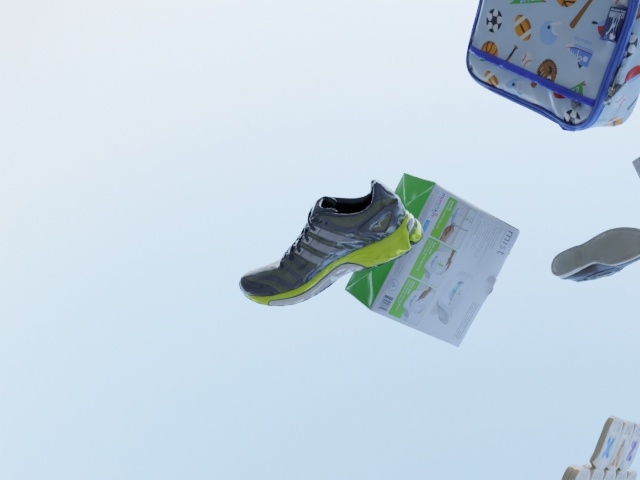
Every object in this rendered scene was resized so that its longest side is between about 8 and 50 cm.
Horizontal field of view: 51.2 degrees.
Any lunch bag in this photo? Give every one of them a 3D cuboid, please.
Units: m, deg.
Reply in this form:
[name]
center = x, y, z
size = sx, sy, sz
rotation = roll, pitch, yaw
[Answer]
[lunch bag]
center = 0.360, -0.302, 1.011
size = 0.303, 0.114, 0.243
rotation = 46, -45, 45

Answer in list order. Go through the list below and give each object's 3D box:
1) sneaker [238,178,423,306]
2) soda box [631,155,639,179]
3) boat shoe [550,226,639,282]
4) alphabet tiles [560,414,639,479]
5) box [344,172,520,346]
[sneaker]
center = 0.000, 0.000, 1.033
size = 0.299, 0.121, 0.111
rotation = -26, -158, 10
[soda box]
center = 0.651, -0.074, 1.215
size = 0.074, 0.069, 0.216
rotation = -39, -138, 37
[boat shoe]
center = 0.537, 0.032, 1.255
size = 0.206, 0.065, 0.075
rotation = -27, -135, 50
[alphabet tiles]
center = 0.357, 0.367, 0.891
size = 0.021, 0.284, 0.278
rotation = 20, -93, 41
[box]
center = 0.218, 0.040, 1.291
size = 0.262, 0.231, 0.127
rotation = -64, -153, 5
